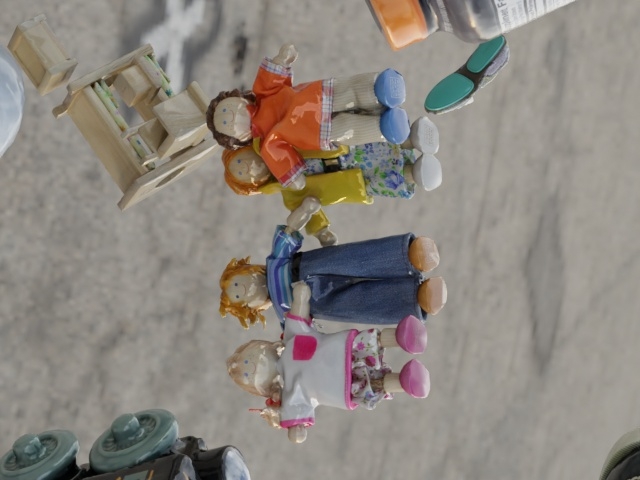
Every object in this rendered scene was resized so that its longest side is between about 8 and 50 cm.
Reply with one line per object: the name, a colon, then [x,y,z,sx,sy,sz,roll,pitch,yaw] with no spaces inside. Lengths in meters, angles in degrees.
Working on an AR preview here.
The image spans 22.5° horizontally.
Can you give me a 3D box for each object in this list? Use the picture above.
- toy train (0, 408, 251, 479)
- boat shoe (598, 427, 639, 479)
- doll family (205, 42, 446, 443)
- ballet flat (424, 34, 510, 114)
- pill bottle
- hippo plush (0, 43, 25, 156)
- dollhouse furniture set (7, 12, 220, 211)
toy train: [-0.216,0.242,1.246,0.190,0.334,0.142,-70,142,-62]
boat shoe: [0.213,0.265,1.021,0.340,0.127,0.113,89,26,-42]
doll family: [0.000,0.000,1.093,0.118,0.163,0.263,-6,92,-64]
ballet flat: [0.154,-0.162,1.653,0.114,0.041,0.041,-45,160,-9]
pill bottle: [0.143,-0.224,1.144,0.130,0.246,0.130,-24,90,-87]
hippo plush: [-0.250,-0.165,0.926,0.236,0.294,0.234,-59,173,4]
dollhouse furniture set: [-0.159,-0.149,1.378,0.101,0.182,0.161,-32,175,-32]
